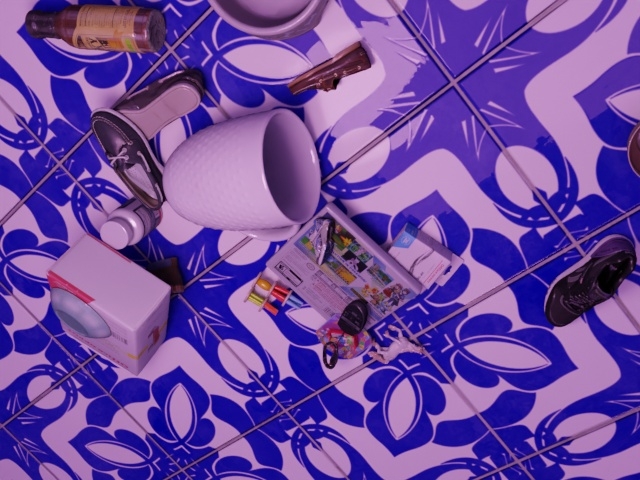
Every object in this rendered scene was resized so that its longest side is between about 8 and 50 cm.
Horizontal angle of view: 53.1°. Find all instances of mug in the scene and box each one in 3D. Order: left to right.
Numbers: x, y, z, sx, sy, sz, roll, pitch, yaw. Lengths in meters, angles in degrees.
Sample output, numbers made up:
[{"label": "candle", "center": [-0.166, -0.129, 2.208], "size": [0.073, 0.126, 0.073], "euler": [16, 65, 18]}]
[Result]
[{"label": "mug", "center": [-0.186, -0.126, 1.598], "size": [0.328, 0.276, 0.374], "euler": [-6, 138, 27]}]

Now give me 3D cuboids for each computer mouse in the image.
[{"label": "computer mouse", "center": [0.067, 0.256, 1.741], "size": [0.071, 0.041, 0.242], "euler": [38, 122, 18]}]

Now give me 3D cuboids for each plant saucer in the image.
[{"label": "plant saucer", "center": [-0.636, 0.202, 1.667], "size": [0.195, 0.037, 0.194], "euler": [24, 146, 17]}]

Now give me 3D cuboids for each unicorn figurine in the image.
[{"label": "unicorn figurine", "center": [0.213, 0.294, 1.784], "size": [0.111, 0.060, 0.162], "euler": [43, 133, -7]}]

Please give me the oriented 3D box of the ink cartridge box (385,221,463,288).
[{"label": "ink cartridge box", "center": [0.266, 0.049, 1.651], "size": [0.180, 0.060, 0.104], "euler": [33, 119, -1]}]

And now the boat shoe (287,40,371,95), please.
[{"label": "boat shoe", "center": [0.020, -0.389, 1.513], "size": [0.207, 0.073, 0.073], "euler": [-24, 104, 23]}]

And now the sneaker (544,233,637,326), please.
[{"label": "sneaker", "center": [0.643, 0.114, 1.547], "size": [0.107, 0.124, 0.283], "euler": [31, 118, 0]}]

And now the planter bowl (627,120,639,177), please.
[{"label": "planter bowl", "center": [0.742, -0.211, 1.383], "size": [0.162, 0.109, 0.161], "euler": [5, 114, 12]}]

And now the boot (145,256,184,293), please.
[{"label": "boot", "center": [-0.489, 0.114, 1.889], "size": [0.219, 0.082, 0.106], "euler": [-9, 84, 30]}]

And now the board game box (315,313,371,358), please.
[{"label": "board game box", "center": [0.059, 0.281, 1.791], "size": [0.133, 0.033, 0.168], "euler": [40, 134, -4]}]

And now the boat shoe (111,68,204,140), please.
[{"label": "boat shoe", "center": [-0.434, -0.342, 1.656], "size": [0.335, 0.095, 0.112], "euler": [-18, 132, 25]}]

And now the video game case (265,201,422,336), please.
[{"label": "video game case", "center": [0.055, 0.092, 1.707], "size": [0.329, 0.036, 0.300], "euler": [43, 130, -6]}]

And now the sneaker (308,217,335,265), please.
[{"label": "sneaker", "center": [0.000, 0.000, 1.621], "size": [0.058, 0.052, 0.135], "euler": [22, 122, 24]}]

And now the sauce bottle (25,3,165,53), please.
[{"label": "sauce bottle", "center": [-0.559, -0.527, 1.586], "size": [0.345, 0.111, 0.111], "euler": [7, 115, 13]}]

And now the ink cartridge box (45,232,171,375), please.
[{"label": "ink cartridge box", "center": [-0.581, 0.191, 1.788], "size": [0.279, 0.160, 0.384], "euler": [32, 147, 3]}]

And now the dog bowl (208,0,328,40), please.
[{"label": "dog bowl", "center": [-0.119, -0.622, 1.431], "size": [0.349, 0.102, 0.348], "euler": [5, 115, 12]}]

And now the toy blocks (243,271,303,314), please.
[{"label": "toy blocks", "center": [-0.131, 0.169, 1.804], "size": [0.148, 0.054, 0.123], "euler": [32, 130, 1]}]

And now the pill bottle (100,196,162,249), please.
[{"label": "pill bottle", "center": [-0.518, -0.048, 1.747], "size": [0.108, 0.180, 0.107], "euler": [6, 115, 13]}]

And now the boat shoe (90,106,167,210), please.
[{"label": "boat shoe", "center": [-0.493, -0.207, 1.666], "size": [0.114, 0.091, 0.302], "euler": [-18, 128, 28]}]
